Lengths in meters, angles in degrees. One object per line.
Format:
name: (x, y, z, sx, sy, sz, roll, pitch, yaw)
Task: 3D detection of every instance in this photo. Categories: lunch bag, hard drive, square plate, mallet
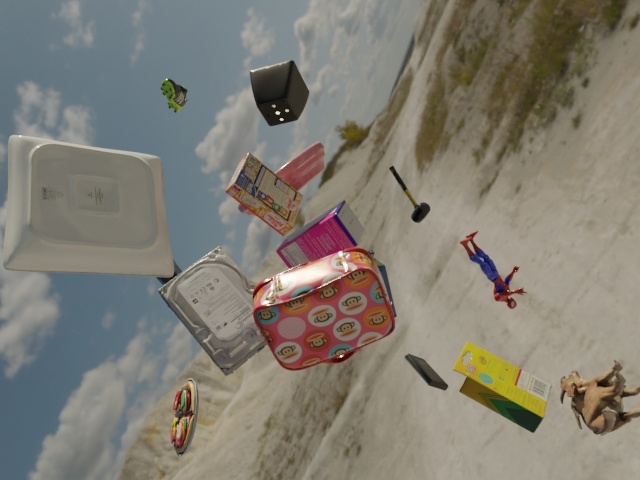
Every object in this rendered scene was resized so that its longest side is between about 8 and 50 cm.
lunch bag: (0.016, 0.171, 1.238, 0.120, 0.293, 0.258, -104, -8, -58)
hard drive: (0.336, 0.417, 1.761, 0.022, 0.094, 0.135, -56, 38, 10)
hard drive: (-0.291, 0.202, 1.654, 0.236, 0.339, 0.064, -37, -22, -19)
square plate: (-0.505, -0.085, 1.241, 0.049, 0.343, 0.347, -45, 50, 44)
mallet: (0.257, -0.144, 1.614, 0.039, 0.190, 0.062, -18, -16, -29)

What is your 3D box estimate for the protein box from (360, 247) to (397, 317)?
protein box: (0.098, 0.171, 1.668, 0.136, 0.199, 0.201, 38, 151, 52)

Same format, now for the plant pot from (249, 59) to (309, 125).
plant pot: (-0.162, -0.561, 2.171, 0.188, 0.187, 0.167, 56, -150, -54)

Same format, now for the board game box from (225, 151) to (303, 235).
board game box: (-0.142, -0.123, 1.457, 0.045, 0.193, 0.147, -37, 24, 35)

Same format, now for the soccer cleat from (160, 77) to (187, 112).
soccer cleat: (-0.459, -0.472, 1.757, 0.072, 0.060, 0.179, -52, -3, -15)

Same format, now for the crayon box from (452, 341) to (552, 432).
crayon box: (0.614, 0.496, 1.911, 0.202, 0.318, 0.081, -34, -33, -54)

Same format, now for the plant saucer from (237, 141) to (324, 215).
plant saucer: (-0.108, -0.176, 1.736, 0.332, 0.084, 0.332, -38, 5, 4)

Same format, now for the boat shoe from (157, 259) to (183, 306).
boat shoe: (-0.484, 0.153, 1.838, 0.089, 0.258, 0.109, -30, 6, 0)

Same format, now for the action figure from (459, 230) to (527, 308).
action figure: (0.585, 0.093, 1.805, 0.139, 0.280, 0.091, -28, 3, 46)

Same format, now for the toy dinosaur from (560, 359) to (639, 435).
toy dinosaur: (0.669, 0.399, 1.327, 0.200, 0.127, 0.295, -48, -10, 26)

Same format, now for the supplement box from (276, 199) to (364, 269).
supplement box: (0.000, 0.000, 1.572, 0.220, 0.114, 0.111, -30, 13, 26)

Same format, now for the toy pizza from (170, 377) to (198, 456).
toy pizza: (-0.373, 0.473, 1.493, 0.201, 0.032, 0.201, -39, 44, 52)

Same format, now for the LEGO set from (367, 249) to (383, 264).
LEGO set: (0.148, 0.111, 2.103, 0.244, 0.182, 0.060, -84, 12, -54)
